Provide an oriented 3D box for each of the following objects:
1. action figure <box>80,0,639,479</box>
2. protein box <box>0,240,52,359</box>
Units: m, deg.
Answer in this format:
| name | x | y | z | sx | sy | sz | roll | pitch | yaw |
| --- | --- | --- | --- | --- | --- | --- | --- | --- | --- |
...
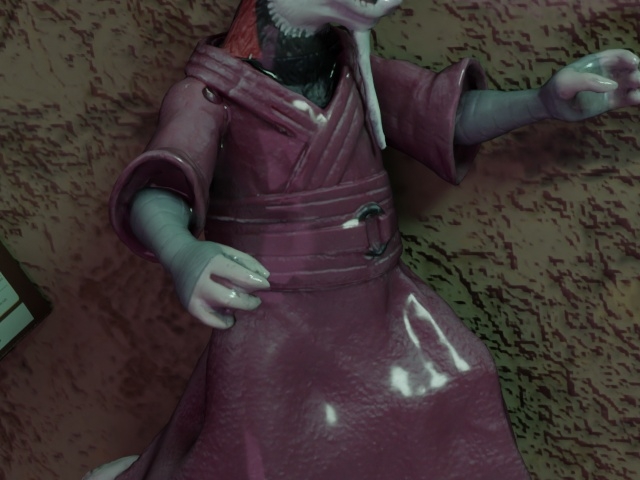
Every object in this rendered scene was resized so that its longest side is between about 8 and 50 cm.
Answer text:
| name | x | y | z | sx | sy | sz | roll | pitch | yaw |
| --- | --- | --- | --- | --- | --- | --- | --- | --- | --- |
| action figure | 0.000 | 0.000 | 0.921 | 0.276 | 0.248 | 0.370 | 11 | 109 | 63 |
| protein box | -0.312 | 0.031 | 1.034 | 0.200 | 0.136 | 0.201 | -31 | 100 | 28 |
